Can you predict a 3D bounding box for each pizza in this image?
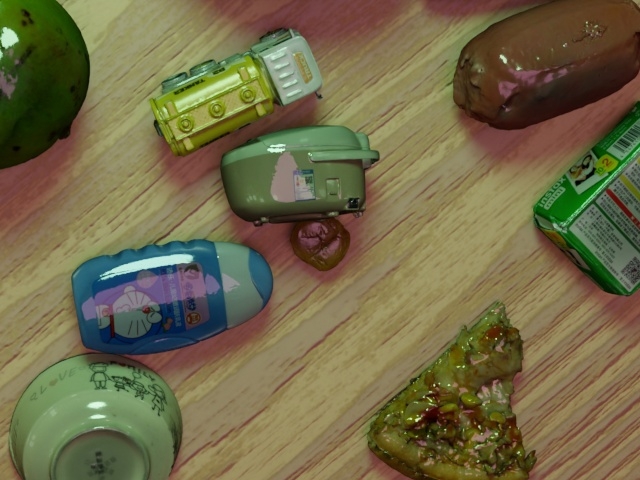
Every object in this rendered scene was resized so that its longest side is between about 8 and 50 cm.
[{"bbox_3d":[0.238,0.263,1.710,0.288,0.074,0.251,-46,112,3],"label":"pizza"}]

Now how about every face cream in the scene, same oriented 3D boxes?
[{"bbox_3d":[-0.192,0.073,1.552,0.264,0.083,0.149,-10,109,-11],"label":"face cream"}]

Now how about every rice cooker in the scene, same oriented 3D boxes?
[{"bbox_3d":[-0.027,-0.084,1.516,0.206,0.145,0.127,-1,87,-14],"label":"rice cooker"}]

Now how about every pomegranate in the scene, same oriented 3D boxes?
[{"bbox_3d":[-0.412,-0.226,1.366,0.236,0.236,0.302,-44,97,0],"label":"pomegranate"}]

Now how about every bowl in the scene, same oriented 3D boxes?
[{"bbox_3d":[-0.297,0.282,1.560,0.237,0.126,0.238,-4,106,-12],"label":"bowl"}]

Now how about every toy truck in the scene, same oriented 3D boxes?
[{"bbox_3d":[-0.107,-0.187,1.490,0.227,0.114,0.098,-26,108,-6],"label":"toy truck"}]

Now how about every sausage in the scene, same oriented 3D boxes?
[{"bbox_3d":[0.311,-0.241,1.559,0.279,0.152,0.152,-20,107,-6],"label":"sausage"}]

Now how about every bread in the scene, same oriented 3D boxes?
[{"bbox_3d":[0.000,0.000,1.599,0.081,0.046,0.083,-22,109,-4],"label":"bread"}]

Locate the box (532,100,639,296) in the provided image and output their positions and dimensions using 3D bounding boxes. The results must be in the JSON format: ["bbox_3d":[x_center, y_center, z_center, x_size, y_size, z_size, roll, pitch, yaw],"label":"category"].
[{"bbox_3d":[0.444,-0.059,1.661,0.250,0.103,0.180,-45,109,2],"label":"box"}]
